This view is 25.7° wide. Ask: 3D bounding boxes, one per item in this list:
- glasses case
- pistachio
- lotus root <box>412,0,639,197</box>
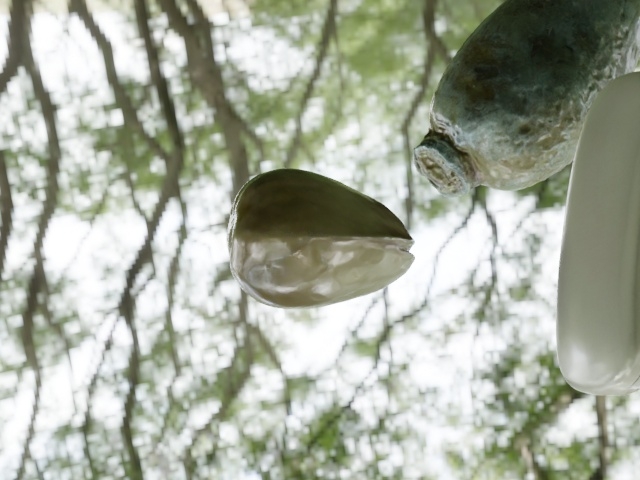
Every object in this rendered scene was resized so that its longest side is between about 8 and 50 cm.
[{"bbox_3d":[0.185,-0.006,0.859,0.051,0.204,0.081,15,167,-24],"label":"glasses case"},{"bbox_3d":[0.000,0.000,1.102,0.126,0.108,0.185,-7,172,39],"label":"pistachio"},{"bbox_3d":[0.244,-0.187,1.499,0.349,0.175,0.175,-51,-145,-16],"label":"lotus root"}]
